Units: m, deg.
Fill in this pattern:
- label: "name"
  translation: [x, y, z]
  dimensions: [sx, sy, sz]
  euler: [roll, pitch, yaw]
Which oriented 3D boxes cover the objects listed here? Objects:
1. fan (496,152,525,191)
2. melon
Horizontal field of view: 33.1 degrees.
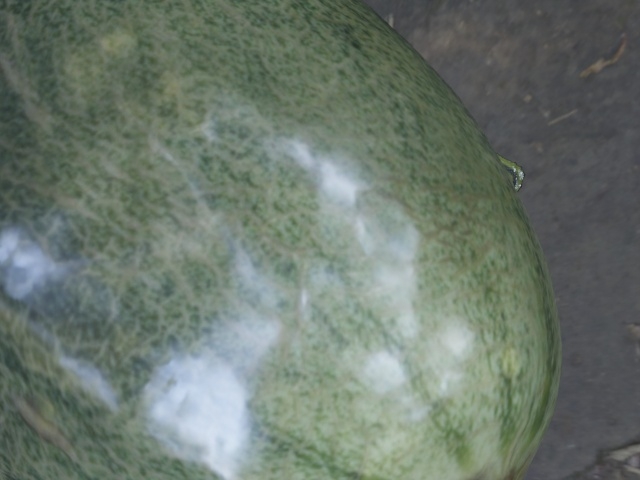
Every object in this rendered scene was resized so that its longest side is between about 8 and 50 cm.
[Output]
- label: "fan"
  translation: [0.000, 0.000, 0.847]
  dimensions: [0.335, 0.011, 0.229]
  euler: [-19, 65, 6]
- label: "melon"
  translation: [-0.054, 0.003, 0.445]
  dimensions: [0.248, 0.248, 0.329]
  euler: [-45, 61, -11]
